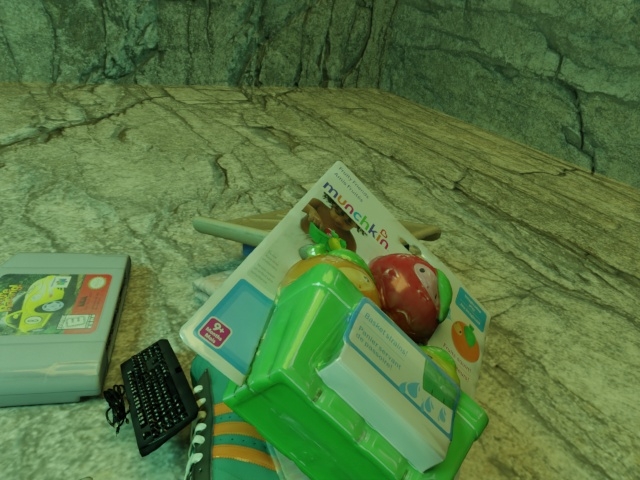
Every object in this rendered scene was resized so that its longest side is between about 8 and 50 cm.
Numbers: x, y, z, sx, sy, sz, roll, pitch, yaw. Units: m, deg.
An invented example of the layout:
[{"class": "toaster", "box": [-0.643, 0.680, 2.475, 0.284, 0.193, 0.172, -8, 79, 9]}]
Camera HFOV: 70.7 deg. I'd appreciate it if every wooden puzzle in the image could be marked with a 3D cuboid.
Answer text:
[{"class": "wooden puzzle", "box": [0.000, 0.000, 0.820, 0.322, 0.080, 0.348, 13, 14, 38]}]

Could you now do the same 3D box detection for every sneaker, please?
[{"class": "sneaker", "box": [-0.101, 0.230, 0.476, 0.121, 0.108, 0.302, -5, 34, -33]}]

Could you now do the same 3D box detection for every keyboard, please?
[{"class": "keyboard", "box": [-0.213, 0.176, 0.534, 0.100, 0.038, 0.192, -38, 27, -16]}]

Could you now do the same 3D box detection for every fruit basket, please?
[{"class": "fruit basket", "box": [0.074, 0.089, 0.510, 0.327, 0.165, 0.353, 45, 48, -7]}]

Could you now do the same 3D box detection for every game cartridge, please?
[{"class": "game cartridge", "box": [-0.397, 0.108, 0.653, 0.196, 0.060, 0.294, -2, 31, -14]}]

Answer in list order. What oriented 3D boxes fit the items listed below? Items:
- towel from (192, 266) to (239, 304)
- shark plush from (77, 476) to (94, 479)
[{"class": "towel", "box": [0.004, 0.081, 0.748, 0.332, 0.053, 0.317, -11, 18, -36]}, {"class": "shark plush", "box": [-0.280, 0.286, 0.408, 0.161, 0.073, 0.067, -36, 30, -27]}]
